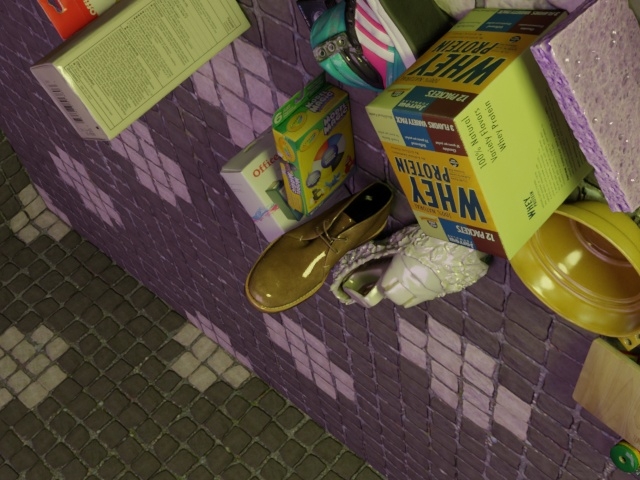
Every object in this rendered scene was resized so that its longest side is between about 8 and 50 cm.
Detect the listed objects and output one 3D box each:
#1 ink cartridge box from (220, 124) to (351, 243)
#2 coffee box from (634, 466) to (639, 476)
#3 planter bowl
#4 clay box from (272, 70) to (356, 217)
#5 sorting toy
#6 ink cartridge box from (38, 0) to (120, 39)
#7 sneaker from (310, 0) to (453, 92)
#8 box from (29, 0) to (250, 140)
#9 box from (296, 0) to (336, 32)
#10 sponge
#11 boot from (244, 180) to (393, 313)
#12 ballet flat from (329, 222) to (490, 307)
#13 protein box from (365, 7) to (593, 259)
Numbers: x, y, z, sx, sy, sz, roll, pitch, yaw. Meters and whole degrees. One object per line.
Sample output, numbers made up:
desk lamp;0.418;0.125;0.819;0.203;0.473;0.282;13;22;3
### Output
ink cartridge box;-0.052;-0.088;1.571;0.212;0.154;0.093;56;156;-21
coffee box;0.544;0.338;1.398;0.113;0.040;0.184;37;156;22
planter bowl;0.348;0.015;1.128;0.217;0.090;0.217;38;157;20
clay box;-0.007;-0.152;1.417;0.053;0.127;0.222;34;156;26
sorting toy;0.455;0.214;1.307;0.132;0.046;0.274;39;141;35
ink cartridge box;-0.375;-0.442;1.433;0.078;0.231;0.134;19;145;48
sneaker;0.051;-0.296;1.092;0.178;0.123;0.295;7;138;43
box;-0.277;-0.306;1.388;0.121;0.311;0.148;11;138;54
box;0.007;-0.311;1.265;0.067;0.018;0.083;18;145;50
sponge;0.302;-0.143;0.903;0.210;0.117;0.031;56;158;-23
boot;0.000;0.000;1.435;0.112;0.305;0.115;47;154;8
ballet flat;0.138;0.062;1.523;0.147;0.147;0.409;51;157;-11
protein box;0.194;-0.126;1.010;0.136;0.201;0.199;18;145;48
